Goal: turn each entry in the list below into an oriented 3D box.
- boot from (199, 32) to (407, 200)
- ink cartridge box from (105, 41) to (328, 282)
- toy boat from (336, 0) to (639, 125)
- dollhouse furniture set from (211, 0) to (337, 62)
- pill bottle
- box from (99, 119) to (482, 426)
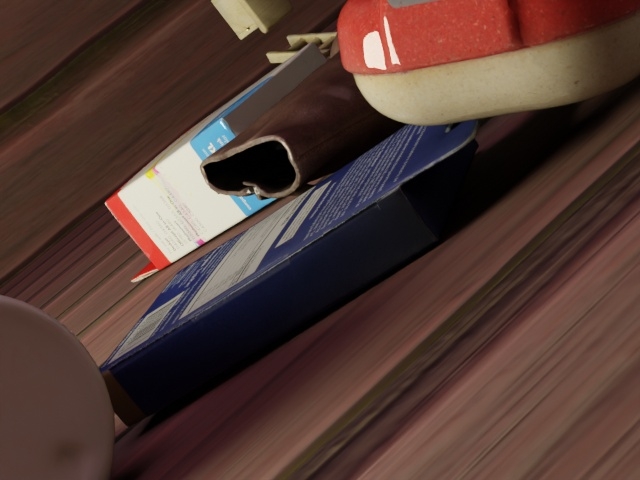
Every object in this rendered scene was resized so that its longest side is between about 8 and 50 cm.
[{"bbox_3d":[0.008,-0.093,0.886,0.207,0.090,0.248,-29,13,-22],"label":"boot"},{"bbox_3d":[-0.085,-0.059,1.183,0.231,0.078,0.134,-28,13,47],"label":"ink cartridge box"},{"bbox_3d":[0.095,-0.156,0.643,0.151,0.151,0.231,-7,21,34],"label":"toy boat"},{"bbox_3d":[0.030,-0.212,1.233,0.182,0.161,0.101,-44,11,-29],"label":"dollhouse furniture set"},{"bbox_3d":[-0.193,0.108,0.655,0.208,0.117,0.117,-29,13,46],"label":"pill bottle"},{"bbox_3d":[0.000,0.000,0.697,0.225,0.036,0.136,-33,10,24],"label":"box"}]
